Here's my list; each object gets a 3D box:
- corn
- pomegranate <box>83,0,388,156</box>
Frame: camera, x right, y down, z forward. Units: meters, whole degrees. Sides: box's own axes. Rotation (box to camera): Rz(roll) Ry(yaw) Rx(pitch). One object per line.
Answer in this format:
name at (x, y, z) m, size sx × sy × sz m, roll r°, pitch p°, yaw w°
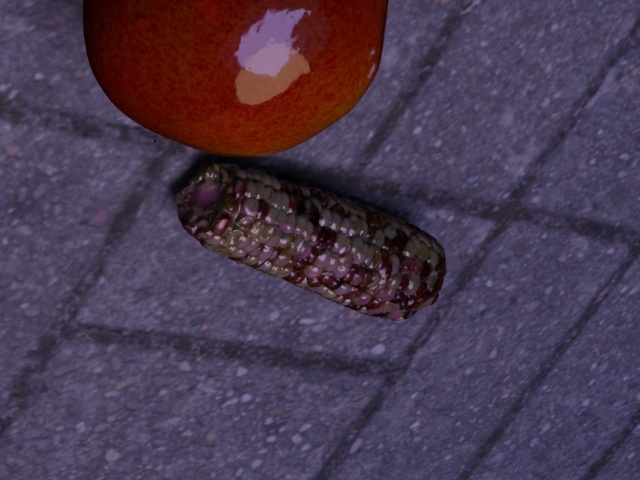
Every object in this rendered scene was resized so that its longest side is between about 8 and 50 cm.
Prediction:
corn at (0.000, 0.000, 1.603) m, size 0.280 × 0.092 × 0.092 m, roll 22°, pitch 116°, yaw -43°
pomegranate at (-0.052, -0.163, 1.308) m, size 0.221 × 0.221 × 0.257 m, roll -35°, pitch 157°, yaw 1°
